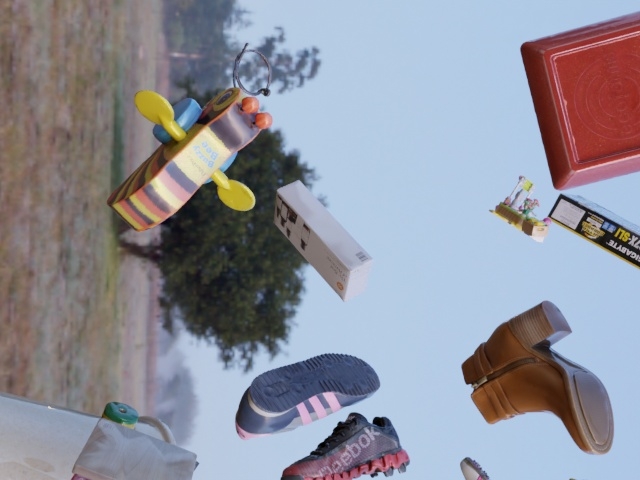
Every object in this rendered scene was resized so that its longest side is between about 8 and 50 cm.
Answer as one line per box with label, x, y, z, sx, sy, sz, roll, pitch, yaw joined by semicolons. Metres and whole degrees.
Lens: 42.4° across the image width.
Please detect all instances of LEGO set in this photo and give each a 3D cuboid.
LEGO set;0.449;-0.074;1.786;0.107;0.132;0.287;-58;169;8

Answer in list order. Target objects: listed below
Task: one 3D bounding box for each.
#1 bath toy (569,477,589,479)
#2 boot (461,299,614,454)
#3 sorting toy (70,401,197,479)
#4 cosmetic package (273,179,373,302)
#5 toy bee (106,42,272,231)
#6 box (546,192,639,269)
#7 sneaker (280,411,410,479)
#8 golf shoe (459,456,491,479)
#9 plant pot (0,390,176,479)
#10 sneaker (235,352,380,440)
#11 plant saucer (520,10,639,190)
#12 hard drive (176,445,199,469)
bath toy;0.493;0.639;1.824;0.348;0.151;0.129;-48;178;22
boot;0.358;0.269;1.413;0.220;0.109;0.283;-45;-127;35
sorting toy;-0.222;0.281;0.976;0.274;0.132;0.046;-105;-142;-79
cosmetic package;0.000;0.000;1.586;0.239;0.060;0.099;47;-30;29
toy bee;-0.143;-0.140;1.039;0.162;0.195;0.298;8;-103;58
box;0.723;-0.026;2.067;0.322;0.257;0.079;-5;123;-65
sneaker;0.040;0.403;1.577;0.097;0.276;0.135;-30;-110;58
golf shoe;0.316;0.515;1.607;0.186;0.086;0.067;60;2;7
plant pot;-0.437;0.374;1.238;0.334;0.305;0.334;-33;-140;33
sneaker;-0.029;0.299;1.571;0.112;0.319;0.131;57;-49;32
plant saucer;0.484;-0.235;1.349;0.048;0.259;0.258;-29;105;-82
hard drive;-0.330;0.494;1.718;0.135;0.094;0.022;-54;-176;-20
